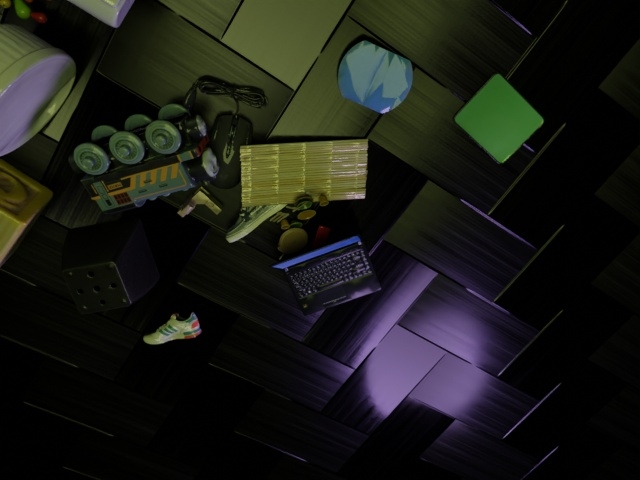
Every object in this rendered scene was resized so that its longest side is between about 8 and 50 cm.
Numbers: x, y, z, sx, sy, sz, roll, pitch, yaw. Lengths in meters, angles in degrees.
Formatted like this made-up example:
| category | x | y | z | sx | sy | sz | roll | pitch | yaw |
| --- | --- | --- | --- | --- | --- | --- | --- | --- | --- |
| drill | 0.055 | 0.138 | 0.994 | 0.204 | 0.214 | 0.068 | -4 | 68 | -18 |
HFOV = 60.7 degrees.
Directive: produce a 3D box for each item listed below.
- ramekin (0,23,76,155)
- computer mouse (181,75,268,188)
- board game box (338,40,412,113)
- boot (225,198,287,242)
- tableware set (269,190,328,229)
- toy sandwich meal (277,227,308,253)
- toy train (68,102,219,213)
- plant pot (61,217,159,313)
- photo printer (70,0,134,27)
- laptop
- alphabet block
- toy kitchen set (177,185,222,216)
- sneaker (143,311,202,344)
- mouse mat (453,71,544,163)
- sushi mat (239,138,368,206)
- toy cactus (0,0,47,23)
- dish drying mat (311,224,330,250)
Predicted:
| category | x | y | z | sx | sy | sz | roll | pitch | yaw |
| --- | --- | --- | --- | --- | --- | --- | --- | --- | --- |
| ramekin | -0.636 | -0.307 | 1.098 | 0.127 | 0.273 | 0.273 | 39 | 108 | -8 |
| computer mouse | -0.243 | -0.244 | 1.267 | 0.184 | 0.060 | 0.262 | 17 | 114 | -14 |
| board game box | 0.123 | -0.373 | 1.248 | 0.168 | 0.033 | 0.133 | 21 | 119 | -9 |
| boot | -0.176 | -0.080 | 1.358 | 0.190 | 0.069 | 0.086 | -36 | 110 | 3 |
| tableware set | -0.044 | -0.067 | 1.349 | 0.104 | 0.024 | 0.154 | 10 | 145 | -46 |
| toy sandwich meal | -0.072 | -0.001 | 1.419 | 0.085 | 0.029 | 0.086 | -9 | 125 | -14 |
| toy train | -0.395 | -0.180 | 1.237 | 0.333 | 0.142 | 0.190 | -14 | 123 | 12 |
| plant pot | -0.528 | 0.077 | 1.348 | 0.187 | 0.167 | 0.188 | -10 | 118 | 1 |
| photo printer | -0.447 | -0.570 | 0.973 | 0.307 | 0.107 | 0.256 | 30 | 76 | -15 |
| laptop | 0.022 | 0.097 | 1.415 | 0.234 | 0.136 | 0.264 | -19 | 119 | 6 |
| alphabet block | -0.771 | -0.060 | 1.247 | 0.193 | 0.192 | 0.197 | 36 | 108 | -22 |
| toy kitchen set | -0.299 | -0.072 | 1.345 | 0.083 | 0.068 | 0.075 | -40 | 113 | 15 |
| sneaker | -0.413 | 0.237 | 1.509 | 0.161 | 0.057 | 0.075 | -10 | 101 | 2 |
| mouse mat | 0.435 | -0.293 | 1.328 | 0.189 | 0.007 | 0.152 | 36 | 109 | -21 |
| sushi mat | -0.035 | -0.162 | 1.314 | 0.316 | 0.019 | 0.151 | -5 | 111 | -13 |
| toy cactus | -0.621 | -0.549 | 1.068 | 0.180 | 0.112 | 0.219 | 8 | 125 | 2 |
| dish drying mat | 0.000 | 0.000 | 1.441 | 0.032 | 0.008 | 0.083 | 12 | 116 | -12 |
